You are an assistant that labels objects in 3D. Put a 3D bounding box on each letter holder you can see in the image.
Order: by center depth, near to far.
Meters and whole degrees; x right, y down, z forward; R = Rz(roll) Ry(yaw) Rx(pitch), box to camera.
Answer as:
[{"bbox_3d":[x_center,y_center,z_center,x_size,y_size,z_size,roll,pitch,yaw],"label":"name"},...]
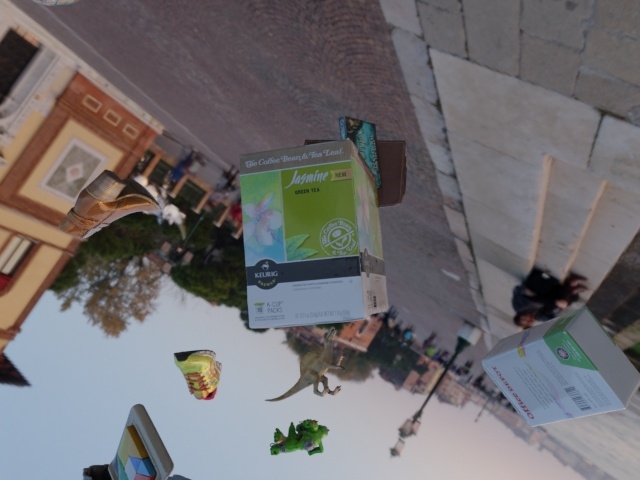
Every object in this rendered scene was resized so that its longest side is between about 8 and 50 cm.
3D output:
[{"bbox_3d":[0.102,-0.173,1.605,0.302,0.214,0.152,2,163,11],"label":"letter holder"}]

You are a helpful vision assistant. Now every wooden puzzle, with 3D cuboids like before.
[{"bbox_3d":[-0.463,0.571,1.340,0.044,0.238,0.221,5,-150,-46],"label":"wooden puzzle"}]

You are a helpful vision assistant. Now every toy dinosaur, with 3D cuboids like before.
[{"bbox_3d":[-0.010,0.250,0.985,0.093,0.183,0.053,33,168,36],"label":"toy dinosaur"}]

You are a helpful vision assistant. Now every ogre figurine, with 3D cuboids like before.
[{"bbox_3d":[-0.050,0.552,1.495,0.118,0.096,0.197,-9,157,21],"label":"ogre figurine"}]

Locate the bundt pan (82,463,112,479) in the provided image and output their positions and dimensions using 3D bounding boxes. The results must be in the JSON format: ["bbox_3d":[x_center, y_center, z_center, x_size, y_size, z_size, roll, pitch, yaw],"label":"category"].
[{"bbox_3d":[-0.619,0.834,1.731,0.331,0.124,0.331,12,166,3],"label":"bundt pan"}]

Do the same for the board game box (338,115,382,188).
[{"bbox_3d":[0.108,-0.235,1.443,0.126,0.186,0.026,2,168,-43],"label":"board game box"}]

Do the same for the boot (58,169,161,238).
[{"bbox_3d":[-0.440,-0.061,1.125,0.073,0.152,0.197,45,-175,25],"label":"boot"}]

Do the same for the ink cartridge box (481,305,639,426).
[{"bbox_3d":[0.419,0.230,0.950,0.154,0.093,0.212,53,143,7],"label":"ink cartridge box"}]

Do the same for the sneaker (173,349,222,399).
[{"bbox_3d":[-0.267,0.304,1.192,0.082,0.094,0.208,-6,151,8],"label":"sneaker"}]

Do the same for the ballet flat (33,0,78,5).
[{"bbox_3d":[-0.426,-0.521,0.819,0.108,0.315,0.106,3,-169,30],"label":"ballet flat"}]

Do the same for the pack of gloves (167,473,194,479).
[{"bbox_3d":[-0.369,0.765,1.593,0.232,0.046,0.195,20,-172,-6],"label":"pack of gloves"}]

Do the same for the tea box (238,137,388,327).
[{"bbox_3d":[0.000,0.000,1.082,0.220,0.323,0.329,-7,174,13],"label":"tea box"}]
